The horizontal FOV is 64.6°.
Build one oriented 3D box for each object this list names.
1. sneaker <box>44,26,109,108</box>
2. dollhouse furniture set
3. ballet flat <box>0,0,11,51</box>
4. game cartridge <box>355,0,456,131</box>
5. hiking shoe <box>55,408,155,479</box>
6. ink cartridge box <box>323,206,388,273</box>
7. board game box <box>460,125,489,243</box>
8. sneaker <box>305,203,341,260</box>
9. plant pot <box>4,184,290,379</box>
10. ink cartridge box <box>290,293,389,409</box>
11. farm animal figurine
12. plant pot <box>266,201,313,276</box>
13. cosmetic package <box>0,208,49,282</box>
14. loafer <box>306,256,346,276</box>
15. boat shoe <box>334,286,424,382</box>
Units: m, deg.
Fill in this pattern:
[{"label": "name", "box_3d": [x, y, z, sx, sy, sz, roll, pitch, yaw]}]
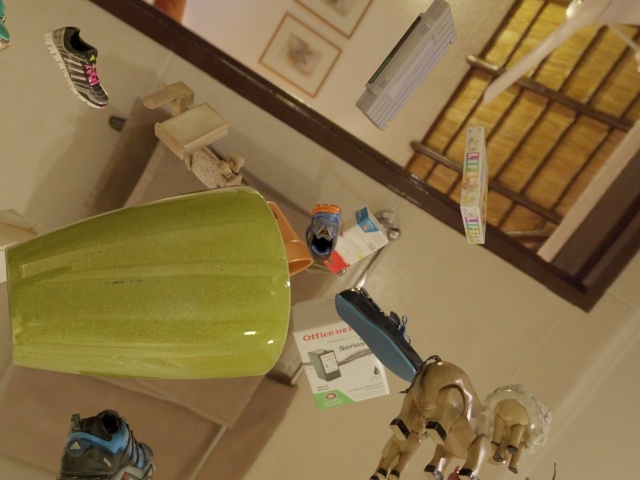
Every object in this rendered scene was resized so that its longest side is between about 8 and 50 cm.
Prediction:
[{"label": "sneaker", "box_3d": [-0.473, -0.349, 1.014, 0.075, 0.170, 0.063, -17, -154, 21]}, {"label": "dollhouse furniture set", "box_3d": [-0.405, -0.235, 1.529, 0.174, 0.303, 0.355, -38, 165, -35]}, {"label": "ballet flat", "box_3d": [-0.673, -0.440, 1.013, 0.067, 0.073, 0.206, -38, -125, 12]}, {"label": "game cartridge", "box_3d": [0.249, -0.495, 1.459, 0.355, 0.068, 0.230, -51, 159, 11]}, {"label": "hiking shoe", "box_3d": [-0.368, 0.376, 0.919, 0.304, 0.113, 0.132, 101, -9, -73]}, {"label": "ink cartridge box", "box_3d": [0.104, 0.003, 1.770, 0.231, 0.134, 0.078, -31, -150, 17]}, {"label": "board game box", "box_3d": [0.245, -0.087, 0.798, 0.026, 0.103, 0.154, 0, -121, 24]}, {"label": "sneaker", "box_3d": [0.000, 0.000, 1.193, 0.221, 0.083, 0.087, 91, 8, -63]}, {"label": "plant pot", "box_3d": [-0.233, 0.064, 0.655, 0.275, 0.293, 0.274, 8, -80, 57]}, {"label": "ink cartridge box", "box_3d": [0.053, 0.297, 1.370, 0.211, 0.289, 0.121, -15, -151, 2]}, {"label": "farm animal figurine", "box_3d": [0.221, 0.318, 0.823, 0.330, 0.326, 0.172, 1, -145, 39]}, {"label": "plant pot", "box_3d": [-0.190, 0.018, 1.484, 0.291, 0.291, 0.203, -36, -109, 53]}, {"label": "cosmetic package", "box_3d": [-0.825, 0.030, 1.196, 0.309, 0.160, 0.113, -34, 148, -63]}, {"label": "loafer", "box_3d": [-0.011, 0.098, 2.035, 0.094, 0.251, 0.087, 27, 85, -64]}, {"label": "boat shoe", "box_3d": [0.133, 0.175, 1.051, 0.258, 0.089, 0.109, 48, -32, 33]}]
